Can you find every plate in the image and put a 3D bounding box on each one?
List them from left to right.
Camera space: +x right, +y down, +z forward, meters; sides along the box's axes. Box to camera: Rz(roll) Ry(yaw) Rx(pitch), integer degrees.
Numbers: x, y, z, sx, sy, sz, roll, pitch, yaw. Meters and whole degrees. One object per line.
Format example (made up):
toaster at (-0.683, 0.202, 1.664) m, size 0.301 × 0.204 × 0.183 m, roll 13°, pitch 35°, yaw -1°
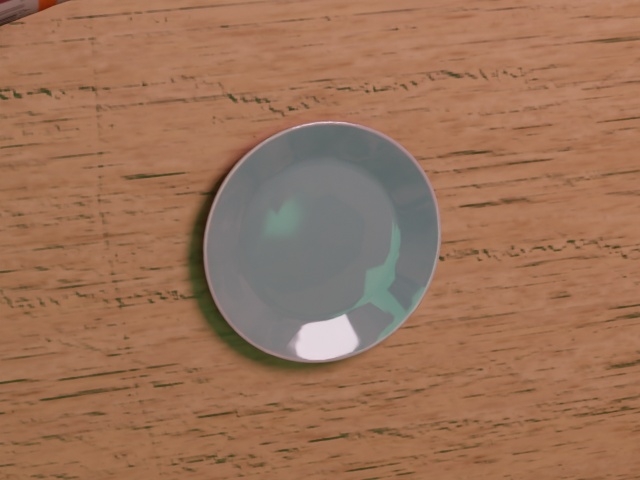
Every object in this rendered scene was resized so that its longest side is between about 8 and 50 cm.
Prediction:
plate at (0.000, 0.000, 1.493) m, size 0.188 × 0.024 × 0.188 m, roll -5°, pitch 105°, yaw -17°

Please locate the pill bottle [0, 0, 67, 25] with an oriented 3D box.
pill bottle at (-0.358, -0.195, 1.225) m, size 0.392 × 0.224 × 0.224 m, roll -21°, pitch 109°, yaw -12°
